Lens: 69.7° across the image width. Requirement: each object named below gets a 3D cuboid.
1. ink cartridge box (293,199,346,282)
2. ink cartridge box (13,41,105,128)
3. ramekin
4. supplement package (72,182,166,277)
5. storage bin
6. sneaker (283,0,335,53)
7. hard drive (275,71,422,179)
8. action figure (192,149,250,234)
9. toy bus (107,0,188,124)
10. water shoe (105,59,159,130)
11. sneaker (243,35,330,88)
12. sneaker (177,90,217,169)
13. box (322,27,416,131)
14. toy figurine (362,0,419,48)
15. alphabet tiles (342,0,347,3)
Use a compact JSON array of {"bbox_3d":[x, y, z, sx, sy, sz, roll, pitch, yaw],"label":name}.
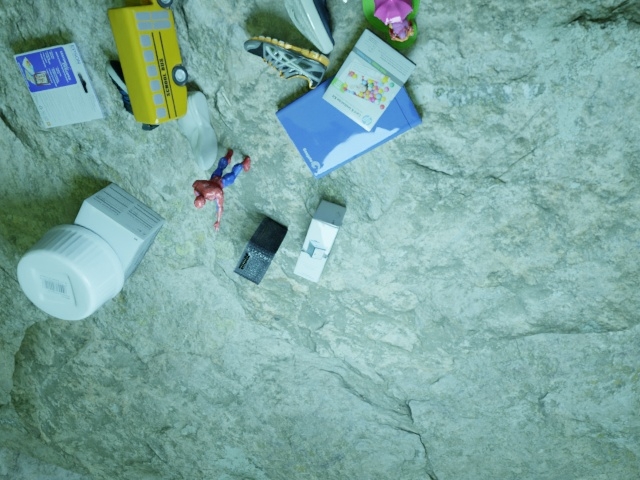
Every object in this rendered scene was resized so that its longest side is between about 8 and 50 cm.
[{"bbox_3d":[0.000,0.000,1.315,0.082,0.140,0.191,20,120,3],"label":"ink cartridge box"},{"bbox_3d":[-0.717,-0.431,1.286,0.208,0.045,0.207,-4,117,15],"label":"ink cartridge box"},{"bbox_3d":[-0.746,0.103,1.363,0.277,0.135,0.277,5,120,9],"label":"ramekin"},{"bbox_3d":[-0.656,-0.006,1.447,0.204,0.145,0.262,36,119,-9],"label":"supplement package"},{"bbox_3d":[-0.171,0.029,1.343,0.084,0.180,0.122,29,120,-5],"label":"storage bin"},{"bbox_3d":[-0.021,-0.595,1.005,0.148,0.131,0.350,-36,129,-6],"label":"sneaker"},{"bbox_3d":[0.069,-0.319,1.184,0.318,0.040,0.210,-25,111,23],"label":"hard drive"},{"bbox_3d":[-0.273,-0.128,1.221,0.091,0.280,0.139,20,120,1],"label":"action figure"},{"bbox_3d":[-0.423,-0.470,1.135,0.108,0.130,0.333,18,125,36],"label":"toy bus"},{"bbox_3d":[-0.520,-0.389,1.252,0.080,0.073,0.203,-30,108,27],"label":"water shoe"},{"bbox_3d":[-0.089,-0.438,1.121,0.214,0.084,0.083,18,108,1],"label":"sneaker"},{"bbox_3d":[-0.350,-0.301,1.272,0.094,0.080,0.212,4,113,23],"label":"sneaker"},{"bbox_3d":[0.114,-0.380,1.096,0.145,0.038,0.186,34,120,-8],"label":"box"},{"bbox_3d":[0.161,-0.487,0.997,0.130,0.159,0.173,-17,120,18],"label":"toy figurine"},{"bbox_3d":[0.135,-0.698,0.982,0.342,0.011,0.285,-31,108,25],"label":"alphabet tiles"}]
